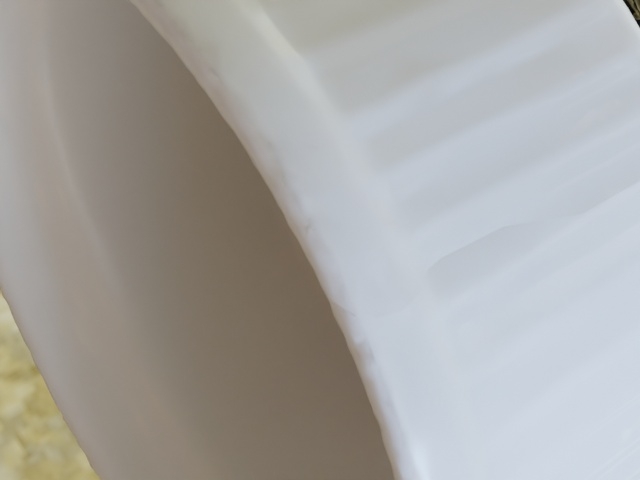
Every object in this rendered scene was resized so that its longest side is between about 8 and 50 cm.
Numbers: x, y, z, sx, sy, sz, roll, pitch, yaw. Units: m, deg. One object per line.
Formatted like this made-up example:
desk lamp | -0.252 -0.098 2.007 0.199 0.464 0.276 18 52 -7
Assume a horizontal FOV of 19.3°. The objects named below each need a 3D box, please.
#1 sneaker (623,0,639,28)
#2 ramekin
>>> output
sneaker | 0.184 -0.141 0.983 0.234 0.078 0.106 67 -20 15
ramekin | 0.000 0.000 0.605 0.277 0.135 0.277 44 -31 36
